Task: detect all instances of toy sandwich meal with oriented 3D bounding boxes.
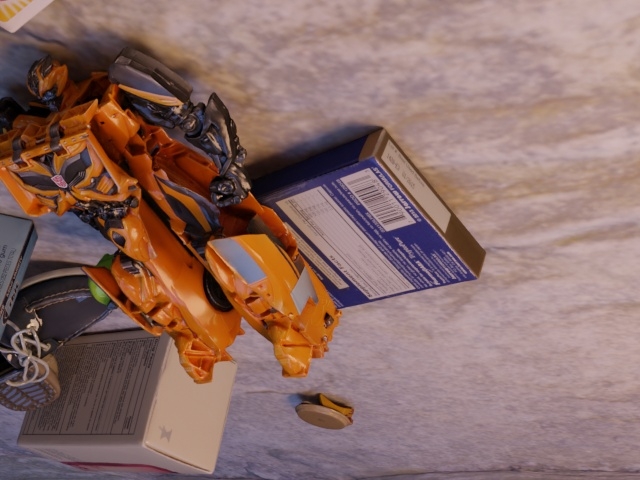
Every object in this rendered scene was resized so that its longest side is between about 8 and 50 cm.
[{"bbox_3d":[0.007,0.232,1.189,0.085,0.029,0.085,13,152,7],"label":"toy sandwich meal"}]

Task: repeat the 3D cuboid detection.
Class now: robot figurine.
[{"bbox_3d":[-0.117,-0.010,0.649,0.211,0.085,0.291,-11,131,36],"label":"robot figurine"}]

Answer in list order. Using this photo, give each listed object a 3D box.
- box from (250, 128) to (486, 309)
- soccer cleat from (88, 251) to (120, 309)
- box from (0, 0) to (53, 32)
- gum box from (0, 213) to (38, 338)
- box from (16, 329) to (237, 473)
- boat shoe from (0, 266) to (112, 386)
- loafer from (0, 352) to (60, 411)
[{"bbox_3d":[0.000,0.000,0.698,0.225,0.036,0.136,-18,127,40],"label":"box"},{"bbox_3d":[-0.122,0.016,0.793,0.178,0.072,0.060,-10,119,2],"label":"soccer cleat"},{"bbox_3d":[-0.167,-0.195,0.345,0.203,0.103,0.114,32,147,-35],"label":"box"},{"bbox_3d":[-0.381,0.037,0.818,0.184,0.157,0.041,12,153,-3],"label":"gum box"},{"bbox_3d":[-0.241,0.204,1.097,0.232,0.149,0.127,-8,148,34],"label":"box"},{"bbox_3d":[-0.327,0.105,0.916,0.254,0.079,0.095,-19,132,0],"label":"boat shoe"},{"bbox_3d":[-0.393,0.094,1.004,0.102,0.092,0.268,-22,132,2],"label":"loafer"}]
